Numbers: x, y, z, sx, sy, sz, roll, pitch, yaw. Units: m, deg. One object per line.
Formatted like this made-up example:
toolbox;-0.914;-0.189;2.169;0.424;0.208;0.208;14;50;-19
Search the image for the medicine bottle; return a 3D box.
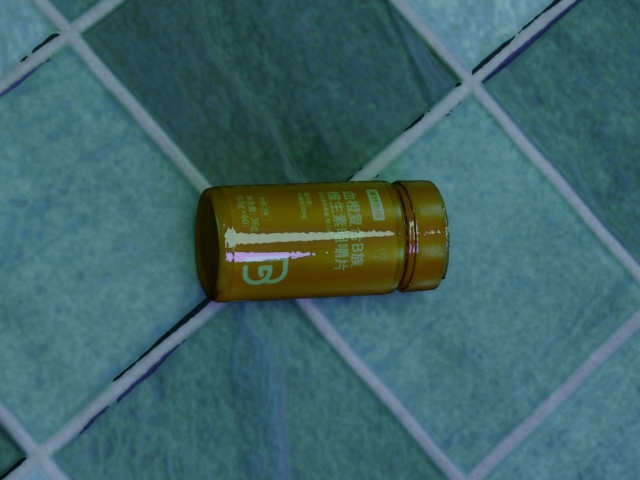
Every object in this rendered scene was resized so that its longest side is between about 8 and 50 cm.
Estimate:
medicine bottle;0.000;0.000;1.605;0.192;0.096;0.096;-2;77;-15
